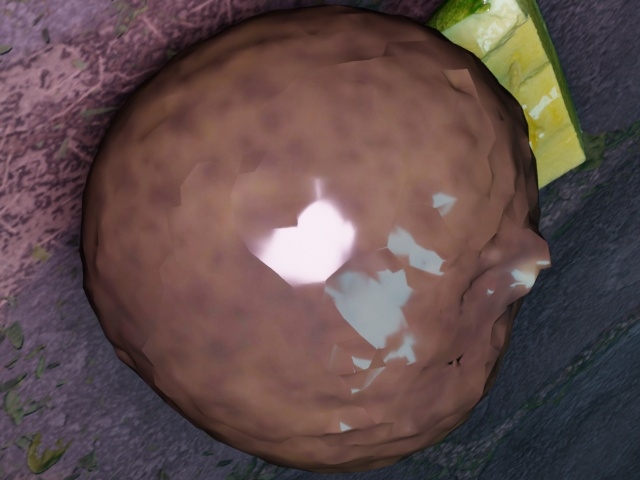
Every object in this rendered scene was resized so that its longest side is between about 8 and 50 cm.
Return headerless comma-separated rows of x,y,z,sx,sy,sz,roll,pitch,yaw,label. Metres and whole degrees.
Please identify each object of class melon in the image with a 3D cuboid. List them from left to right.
0.162,-0.162,1.815,0.196,0.124,0.323,-40,145,-14,melon

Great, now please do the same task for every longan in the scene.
0.000,0.000,1.567,0.391,0.391,0.391,-30,148,-22,longan
